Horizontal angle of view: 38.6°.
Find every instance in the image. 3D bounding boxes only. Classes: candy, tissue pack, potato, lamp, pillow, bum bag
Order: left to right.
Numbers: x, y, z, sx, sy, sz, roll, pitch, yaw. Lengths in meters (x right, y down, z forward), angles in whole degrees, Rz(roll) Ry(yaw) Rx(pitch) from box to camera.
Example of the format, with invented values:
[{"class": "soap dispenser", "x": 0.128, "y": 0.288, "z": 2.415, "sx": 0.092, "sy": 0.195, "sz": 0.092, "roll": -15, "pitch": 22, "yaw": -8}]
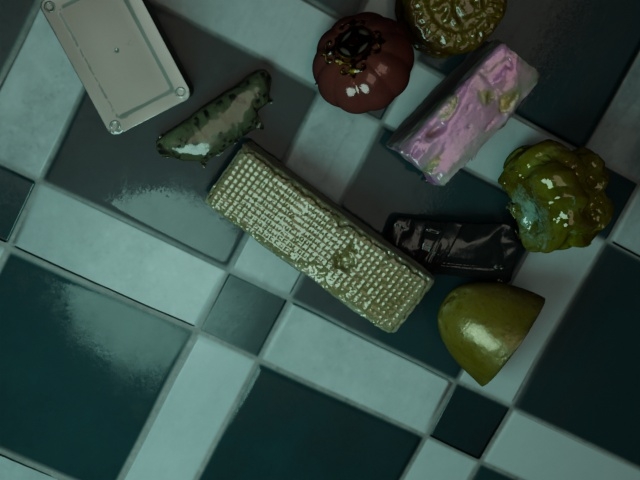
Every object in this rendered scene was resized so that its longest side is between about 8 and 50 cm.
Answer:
[{"class": "tissue pack", "x": -0.335, "y": -0.319, "z": 1.532, "sx": 0.159, "sy": 0.136, "sz": 0.246, "roll": -26, "pitch": 103, "yaw": -1}, {"class": "pillow", "x": -0.174, "y": -0.203, "z": 1.617, "sx": 0.241, "sy": 0.051, "sz": 0.093, "roll": -34, "pitch": 98, "yaw": 0}, {"class": "lamp", "x": 0.076, "y": -0.302, "z": 1.579, "sx": 0.182, "sy": 0.140, "sz": 0.182, "roll": -9, "pitch": 66, "yaw": 20}, {"class": "bum bag", "x": 0.243, "y": 0.018, "z": 1.707, "sx": 0.248, "sy": 0.060, "sz": 0.123, "roll": 3, "pitch": 102, "yaw": -6}, {"class": "candy", "x": 0.249, "y": -0.223, "z": 1.610, "sx": 0.116, "sy": 0.155, "sz": 0.265, "roll": 43, "pitch": 93, "yaw": -10}, {"class": "potato", "x": 0.298, "y": 0.149, "z": 1.695, "sx": 0.158, "sy": 0.178, "sz": 0.203, "roll": 37, "pitch": 134, "yaw": 2}]

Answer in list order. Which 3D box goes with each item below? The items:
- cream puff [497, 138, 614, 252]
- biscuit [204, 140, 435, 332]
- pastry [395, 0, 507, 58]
[{"class": "cream puff", "x": 0.442, "y": -0.087, "z": 1.657, "sx": 0.194, "sy": 0.195, "sz": 0.221, "roll": -23, "pitch": 107, "yaw": -2}, {"class": "biscuit", "x": 0.000, "y": 0.000, "z": 1.640, "sx": 0.426, "sy": 0.078, "sz": 0.144, "roll": 35, "pitch": 103, "yaw": -5}, {"class": "pastry", "x": 0.225, "y": -0.414, "z": 1.595, "sx": 0.188, "sy": 0.103, "sz": 0.189, "roll": -1, "pitch": 102, "yaw": -6}]
